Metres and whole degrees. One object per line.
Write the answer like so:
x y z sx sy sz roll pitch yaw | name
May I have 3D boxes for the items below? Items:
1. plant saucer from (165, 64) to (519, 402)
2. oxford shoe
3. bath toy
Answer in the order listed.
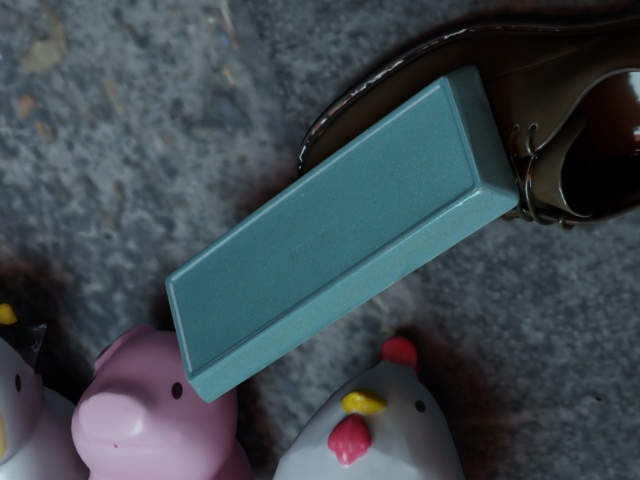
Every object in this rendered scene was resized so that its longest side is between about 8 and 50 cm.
0.000 0.000 0.678 0.018 0.067 0.192 13 142 -44 | plant saucer
0.084 -0.044 0.664 0.227 0.096 0.083 -15 115 27 | oxford shoe
-0.092 0.095 0.794 0.348 0.129 0.151 5 164 18 | bath toy
